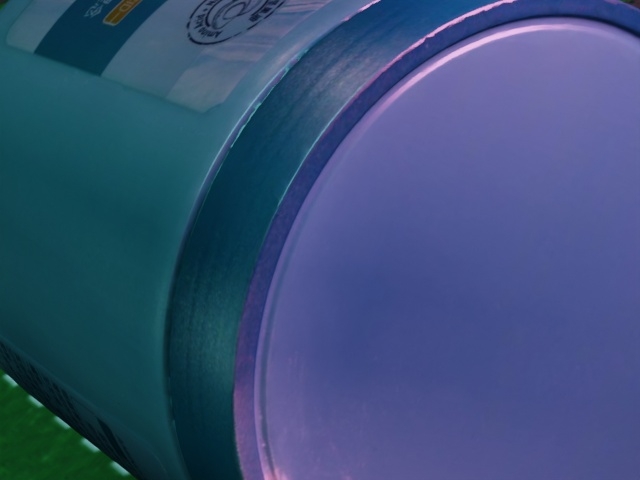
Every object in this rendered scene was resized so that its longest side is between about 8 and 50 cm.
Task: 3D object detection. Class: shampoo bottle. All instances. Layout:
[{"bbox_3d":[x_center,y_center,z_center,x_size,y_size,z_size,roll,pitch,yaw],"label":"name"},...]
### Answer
[{"bbox_3d":[0.000,0.000,1.041,0.331,0.331,0.342,-47,36,-14],"label":"shampoo bottle"}]
